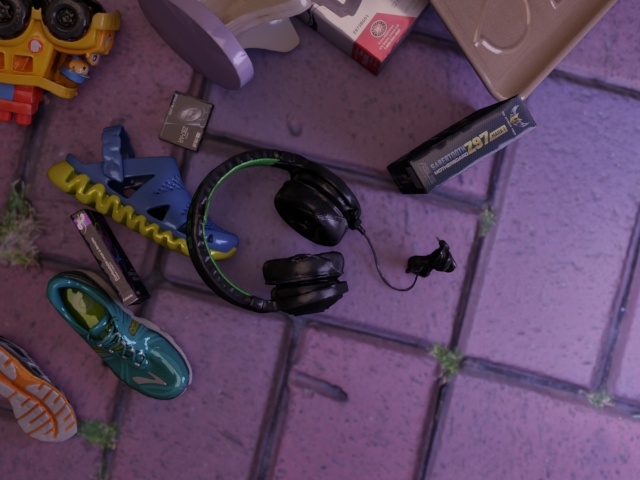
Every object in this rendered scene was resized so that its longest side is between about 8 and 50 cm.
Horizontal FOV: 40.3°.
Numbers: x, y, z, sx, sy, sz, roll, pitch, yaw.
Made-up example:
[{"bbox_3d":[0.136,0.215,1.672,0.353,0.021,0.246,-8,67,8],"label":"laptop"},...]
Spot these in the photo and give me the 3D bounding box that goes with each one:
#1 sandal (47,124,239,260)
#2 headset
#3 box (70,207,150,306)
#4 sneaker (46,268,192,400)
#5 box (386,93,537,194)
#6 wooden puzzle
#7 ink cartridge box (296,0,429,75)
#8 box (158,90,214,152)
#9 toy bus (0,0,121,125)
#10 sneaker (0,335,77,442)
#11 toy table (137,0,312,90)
[{"bbox_3d":[-0.262,-0.074,1.361,0.317,0.126,0.138,30,85,-1],"label":"sandal"},{"bbox_3d":[0.000,0.000,1.314,0.394,0.185,0.243,15,78,-22],"label":"headset"},{"bbox_3d":[-0.324,0.028,1.357,0.029,0.116,0.162,-30,89,-2],"label":"box"},{"bbox_3d":[-0.321,0.153,1.357,0.275,0.110,0.107,40,89,0],"label":"sneaker"},{"bbox_3d":[0.203,-0.139,1.306,0.183,0.232,0.059,-31,95,-1],"label":"box"},{"bbox_3d":[0.275,-0.431,1.336,0.322,0.080,0.348,-46,107,-18],"label":"wooden puzzle"},{"bbox_3d":[0.050,-0.406,1.378,0.237,0.100,0.172,37,88,1],"label":"ink cartridge box"},{"bbox_3d":[-0.217,-0.192,1.412,0.067,0.018,0.083,20,88,1],"label":"box"},{"bbox_3d":[-0.434,-0.284,1.361,0.220,0.149,0.211,7,102,-3],"label":"toy bus"},{"bbox_3d":[-0.459,0.228,1.373,0.084,0.083,0.215,-36,107,4],"label":"sneaker"},{"bbox_3d":[-0.145,-0.353,1.319,0.161,0.252,0.274,-42,56,-11],"label":"toy table"}]
